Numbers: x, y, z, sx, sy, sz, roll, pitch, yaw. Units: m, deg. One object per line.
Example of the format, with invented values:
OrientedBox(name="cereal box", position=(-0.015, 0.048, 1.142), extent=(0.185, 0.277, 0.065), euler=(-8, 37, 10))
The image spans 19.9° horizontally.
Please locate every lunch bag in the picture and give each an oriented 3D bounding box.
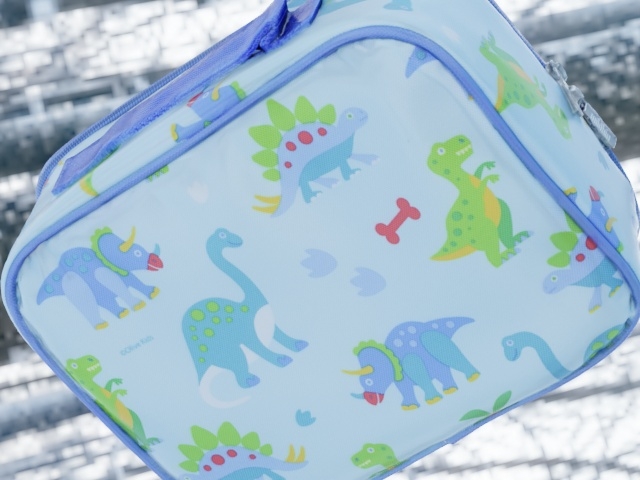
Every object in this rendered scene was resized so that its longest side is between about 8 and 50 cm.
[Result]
OrientedBox(name="lunch bag", position=(0.000, 0.000, 0.689), extent=(0.176, 0.219, 0.090), euler=(46, 29, -22))
